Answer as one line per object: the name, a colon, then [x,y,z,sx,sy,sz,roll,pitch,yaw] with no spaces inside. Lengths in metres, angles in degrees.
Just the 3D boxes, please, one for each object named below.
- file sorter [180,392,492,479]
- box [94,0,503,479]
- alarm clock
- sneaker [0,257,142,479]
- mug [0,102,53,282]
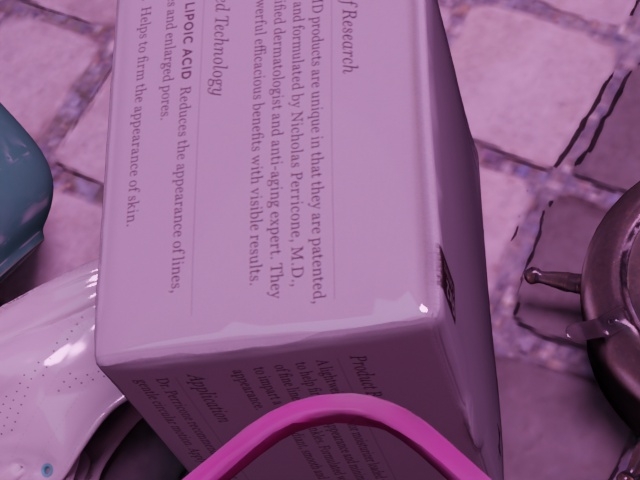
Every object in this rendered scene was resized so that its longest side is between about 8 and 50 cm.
file sorter: [0.017,0.205,0.404,0.202,0.290,0.182,-39,55,-14]
box: [0.000,0.000,0.592,0.119,0.181,0.182,-7,59,11]
alarm clock: [0.189,0.018,0.605,0.192,0.064,0.129,-20,58,-1]
sneaker: [-0.144,0.086,0.651,0.212,0.080,0.094,-27,70,-2]
mug: [-0.186,-0.008,0.665,0.129,0.158,0.097,-42,96,10]
